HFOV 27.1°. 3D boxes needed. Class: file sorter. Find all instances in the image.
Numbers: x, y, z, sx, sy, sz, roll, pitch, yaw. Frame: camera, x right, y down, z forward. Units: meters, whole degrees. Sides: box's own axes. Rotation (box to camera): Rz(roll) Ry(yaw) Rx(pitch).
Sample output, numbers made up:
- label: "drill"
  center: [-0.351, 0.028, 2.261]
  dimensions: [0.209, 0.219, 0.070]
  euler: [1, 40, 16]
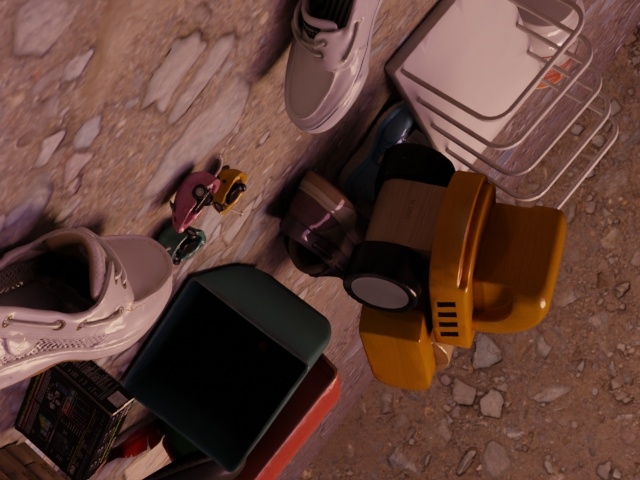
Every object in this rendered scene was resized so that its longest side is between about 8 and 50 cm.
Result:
- label: "file sorter"
  center: [0.241, -0.177, 1.650]
  dimensions: [0.193, 0.173, 0.278]
  euler: [-49, 147, -7]

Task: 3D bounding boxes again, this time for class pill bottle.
- label: "pill bottle"
  center: [0.302, -0.299, 1.845]
  dimensions: [0.121, 0.121, 0.216]
  euler: [-50, 167, -6]

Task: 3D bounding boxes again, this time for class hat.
- label: "hat"
  center: [-0.196, 0.207, 1.722]
  dimensions: [0.173, 0.183, 0.208]
  euler: [-46, -147, 17]

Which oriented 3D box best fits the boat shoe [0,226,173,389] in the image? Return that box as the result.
- label: "boat shoe"
  center: [-0.194, 0.037, 1.047]
  dimensions: [0.096, 0.098, 0.277]
  euler: [-57, 166, 28]

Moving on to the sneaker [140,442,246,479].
- label: "sneaker"
  center: [-0.204, 0.362, 1.606]
  dimensions: [0.330, 0.146, 0.122]
  euler: [-34, 172, 16]

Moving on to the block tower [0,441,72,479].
- label: "block tower"
  center: [-0.344, 0.276, 1.217]
  dimensions: [0.091, 0.097, 0.335]
  euler: [-55, 166, 14]

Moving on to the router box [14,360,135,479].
- label: "router box"
  center: [-0.238, 0.166, 1.280]
  dimensions: [0.038, 0.092, 0.122]
  euler: [-39, 163, -48]

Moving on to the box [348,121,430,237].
- label: "box"
  center: [0.120, -0.085, 1.861]
  dimensions: [0.156, 0.093, 0.158]
  euler: [-46, 166, -25]

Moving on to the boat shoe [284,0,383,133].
- label: "boat shoe"
  center: [0.006, -0.198, 1.186]
  dimensions: [0.075, 0.083, 0.226]
  euler: [-15, 132, -52]

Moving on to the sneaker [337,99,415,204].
- label: "sneaker"
  center: [0.095, -0.116, 1.723]
  dimensions: [0.162, 0.073, 0.063]
  euler: [-55, 167, 17]

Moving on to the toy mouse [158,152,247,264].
- label: "toy mouse"
  center: [-0.127, -0.024, 1.278]
  dimensions: [0.143, 0.031, 0.161]
  euler: [-46, 167, -25]

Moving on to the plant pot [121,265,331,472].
- label: "plant pot"
  center: [-0.088, 0.129, 1.588]
  dimensions: [0.166, 0.165, 0.234]
  euler: [-55, 173, 19]

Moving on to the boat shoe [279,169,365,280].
- label: "boat shoe"
  center: [0.000, 0.000, 1.673]
  dimensions: [0.092, 0.103, 0.285]
  euler: [-45, 164, -7]

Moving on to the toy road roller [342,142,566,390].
- label: "toy road roller"
  center: [0.177, 0.049, 1.657]
  dimensions: [0.329, 0.240, 0.203]
  euler: [76, 29, -57]

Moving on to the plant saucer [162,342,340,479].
- label: "plant saucer"
  center: [-0.087, 0.236, 1.782]
  dimensions: [0.259, 0.047, 0.258]
  euler: [-52, -151, 1]
